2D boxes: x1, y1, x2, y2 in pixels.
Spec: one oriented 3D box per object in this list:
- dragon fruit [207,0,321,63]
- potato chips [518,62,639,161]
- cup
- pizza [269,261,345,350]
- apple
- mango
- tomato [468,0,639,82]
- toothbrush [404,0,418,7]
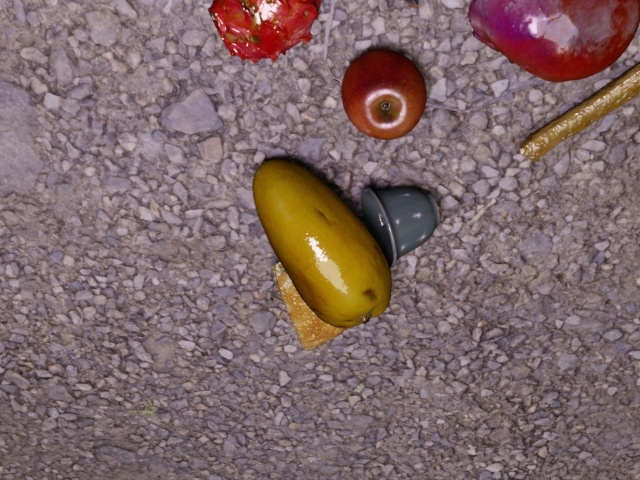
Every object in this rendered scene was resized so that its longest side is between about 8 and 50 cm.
[{"bbox_3d":[-0.090,-0.463,1.262,0.210,0.205,0.268,34,109,-17],"label":"dragon fruit"},{"bbox_3d":[0.618,-0.302,1.440,0.407,0.080,0.057,-34,101,23],"label":"potato chips"},{"bbox_3d":[0.200,-0.051,1.565,0.150,0.199,0.199,-18,124,-9],"label":"cup"},{"bbox_3d":[-0.014,0.137,1.743,0.280,0.075,0.287,-36,115,17],"label":"pizza"},{"bbox_3d":[0.131,-0.304,1.386,0.181,0.168,0.180,3,122,5],"label":"apple"},{"bbox_3d":[0.000,0.000,1.536,0.221,0.301,0.445,-32,94,2],"label":"mango"},{"bbox_3d":[0.470,-0.451,1.282,0.335,0.176,0.289,23,118,-13],"label":"tomato"},{"bbox_3d":[0.075,-0.563,1.295,0.321,0.023,0.031,37,119,-22],"label":"toothbrush"}]
